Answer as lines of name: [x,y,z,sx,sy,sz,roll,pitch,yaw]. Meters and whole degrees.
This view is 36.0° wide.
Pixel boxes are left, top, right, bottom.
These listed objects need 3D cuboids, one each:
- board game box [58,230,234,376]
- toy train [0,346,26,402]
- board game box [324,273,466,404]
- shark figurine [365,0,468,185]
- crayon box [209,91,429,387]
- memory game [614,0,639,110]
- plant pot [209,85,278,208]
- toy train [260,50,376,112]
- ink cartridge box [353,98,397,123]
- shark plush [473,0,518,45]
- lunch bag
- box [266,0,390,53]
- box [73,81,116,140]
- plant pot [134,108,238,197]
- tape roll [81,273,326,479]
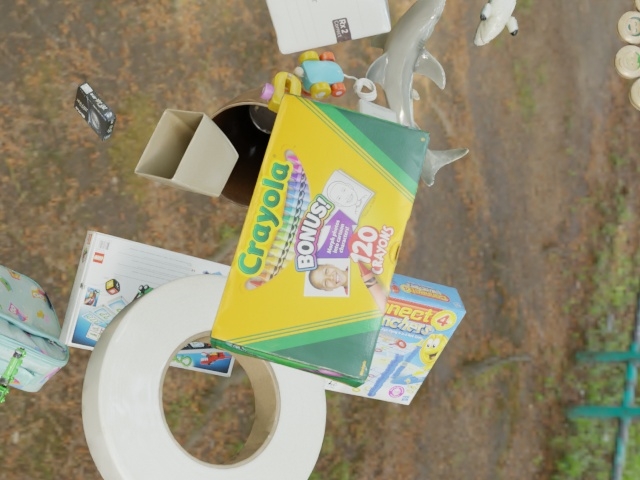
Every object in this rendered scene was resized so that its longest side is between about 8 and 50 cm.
board game box: [-0.275,0.112,1.693,0.305,0.053,0.193,17,86,-29]
toy train: [-0.413,0.179,1.301,0.024,0.017,0.083,6,110,-88]
board game box: [0.122,0.215,2.230,0.308,0.302,0.086,14,33,-20]
shark figurine: [0.118,-0.226,1.498,0.116,0.166,0.278,-19,107,-46]
crayon box: [0.000,0.000,1.047,0.081,0.165,0.278,110,-4,-76]
memory game: [0.413,-0.208,1.085,0.012,0.186,0.186,142,-54,-84]
plant pot: [-0.108,-0.208,1.893,0.230,0.215,0.215,-77,149,-59]
toy train: [-0.008,-0.155,1.179,0.125,0.046,0.166,40,50,-2]
ink cartridge box: [0.058,-0.103,1.282,0.056,0.099,0.135,18,38,-14]
shark plush: [0.301,-0.419,1.704,0.073,0.067,0.161,9,84,-17]
lunch bag: [-0.551,0.132,1.643,0.279,0.108,0.224,34,15,-48]
box: [-0.007,-0.321,0.995,0.181,0.119,0.182,71,11,-46]
box: [-0.384,-0.219,1.674,0.018,0.067,0.083,-36,82,-32]
plant pot: [-0.188,-0.120,1.444,0.096,0.109,0.109,33,78,-40]
tape roll: [-0.165,0.244,1.491,0.392,0.072,0.392,12,68,-32]
